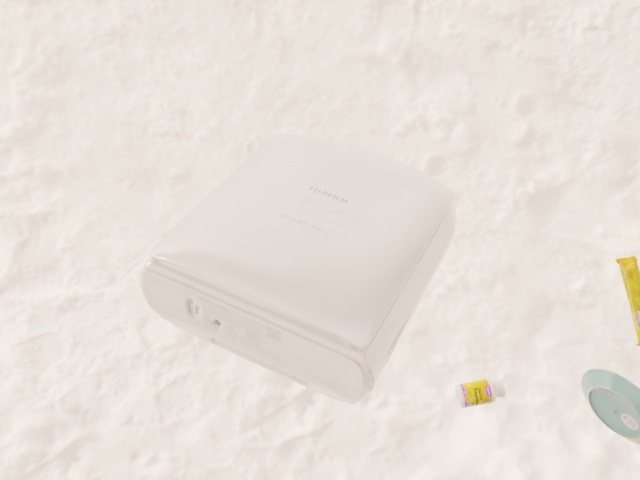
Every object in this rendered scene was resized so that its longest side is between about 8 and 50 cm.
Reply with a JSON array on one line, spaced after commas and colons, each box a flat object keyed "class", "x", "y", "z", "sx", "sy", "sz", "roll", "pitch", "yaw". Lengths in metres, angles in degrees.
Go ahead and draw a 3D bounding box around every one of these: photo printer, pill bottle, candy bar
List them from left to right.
[{"class": "photo printer", "x": 0.000, "y": 0.000, "z": 0.713, "sx": 0.256, "sy": 0.307, "sz": 0.107, "roll": 22, "pitch": 134, "yaw": 18}, {"class": "pill bottle", "x": 0.289, "y": 0.276, "z": 1.186, "sx": 0.083, "sy": 0.043, "sz": 0.043, "roll": -11, "pitch": 96, "yaw": -1}, {"class": "candy bar", "x": 0.549, "y": 0.106, "z": 1.137, "sx": 0.040, "sy": 0.018, "sz": 0.161, "roll": -4, "pitch": 75, "yaw": -11}]

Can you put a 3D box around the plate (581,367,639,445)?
[{"class": "plate", "x": 0.601, "y": 0.342, "z": 1.322, "sx": 0.024, "sy": 0.188, "sz": 0.188, "roll": -32, "pitch": 98, "yaw": -22}]
